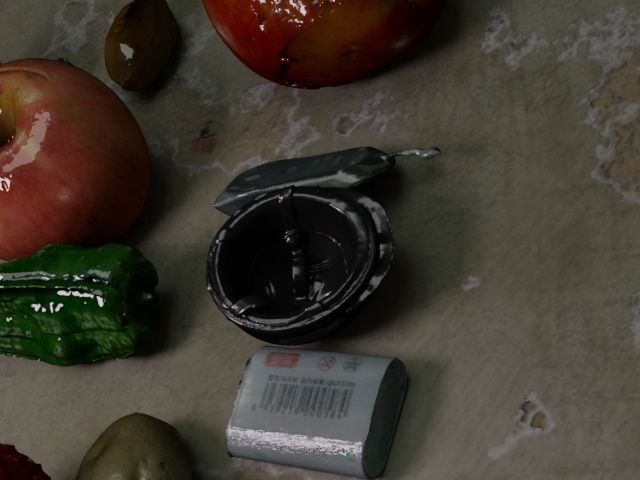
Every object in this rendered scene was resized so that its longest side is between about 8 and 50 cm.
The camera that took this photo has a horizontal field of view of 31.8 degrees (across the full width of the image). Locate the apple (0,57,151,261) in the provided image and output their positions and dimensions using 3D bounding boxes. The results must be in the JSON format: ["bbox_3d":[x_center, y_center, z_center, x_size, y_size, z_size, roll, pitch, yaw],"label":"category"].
[{"bbox_3d":[-0.476,-0.127,1.946,0.364,0.364,0.364,-16,52,21],"label":"apple"}]

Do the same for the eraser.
[{"bbox_3d":[-0.008,0.237,1.572,0.227,0.081,0.174,3,64,31],"label":"eraser"}]

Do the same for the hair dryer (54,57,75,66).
[{"bbox_3d":[-0.487,-0.295,2.250,0.047,0.071,0.150,-35,63,7],"label":"hair dryer"}]

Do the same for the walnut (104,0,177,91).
[{"bbox_3d":[-0.350,-0.387,2.182,0.137,0.137,0.245,-12,53,24],"label":"walnut"}]

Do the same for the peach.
[{"bbox_3d":[-0.011,-0.434,1.870,0.416,0.339,0.353,7,62,39],"label":"peach"}]

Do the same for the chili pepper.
[{"bbox_3d":[-0.431,0.098,1.844,0.385,0.213,0.167,-7,36,24],"label":"chili pepper"}]

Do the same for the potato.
[{"bbox_3d":[-0.265,0.350,1.603,0.178,0.160,0.235,-2,44,1],"label":"potato"}]

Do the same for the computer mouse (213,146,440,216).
[{"bbox_3d":[0.011,-0.083,1.760,0.379,0.090,0.167,-11,19,21],"label":"computer mouse"}]

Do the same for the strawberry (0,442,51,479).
[{"bbox_3d":[-0.451,0.434,1.543,0.351,0.312,0.267,26,53,39],"label":"strawberry"}]

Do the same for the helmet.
[{"bbox_3d":[-0.021,0.049,1.657,0.279,0.160,0.230,-15,60,3],"label":"helmet"}]

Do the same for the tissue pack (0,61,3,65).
[{"bbox_3d":[-0.653,-0.258,2.175,0.201,0.271,0.124,-1,60,31],"label":"tissue pack"}]
